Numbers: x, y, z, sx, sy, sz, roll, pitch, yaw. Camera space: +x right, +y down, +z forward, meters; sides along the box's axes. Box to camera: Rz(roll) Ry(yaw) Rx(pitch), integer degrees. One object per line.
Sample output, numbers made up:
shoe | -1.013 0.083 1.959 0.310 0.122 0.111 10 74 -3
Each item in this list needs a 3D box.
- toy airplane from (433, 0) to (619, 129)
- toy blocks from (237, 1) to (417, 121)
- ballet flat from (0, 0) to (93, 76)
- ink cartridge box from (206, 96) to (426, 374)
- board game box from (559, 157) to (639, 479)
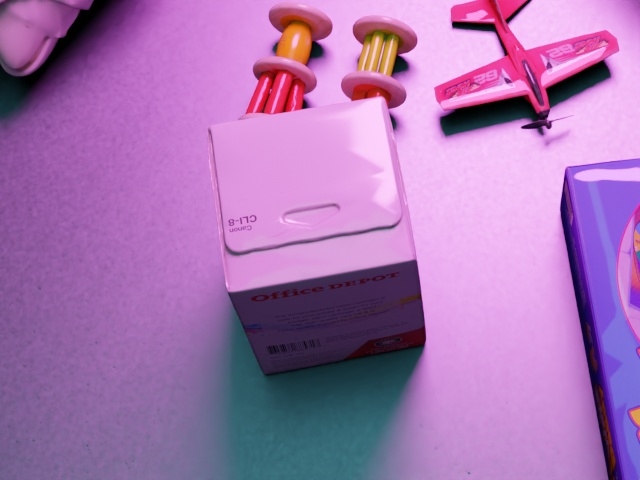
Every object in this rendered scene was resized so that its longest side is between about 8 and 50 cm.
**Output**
toy airplane | 0.149 -0.149 1.240 0.151 0.028 0.151 -1 67 3
toy blocks | 0.002 -0.103 1.222 0.123 0.054 0.148 11 69 10
ballet flat | -0.297 -0.173 1.258 0.408 0.147 0.147 -21 68 0
ink cartridge box | 0.000 0.000 1.114 0.128 0.176 0.127 -10 68 1
board game box | 0.310 0.104 1.096 0.233 0.078 0.347 -7 68 2
